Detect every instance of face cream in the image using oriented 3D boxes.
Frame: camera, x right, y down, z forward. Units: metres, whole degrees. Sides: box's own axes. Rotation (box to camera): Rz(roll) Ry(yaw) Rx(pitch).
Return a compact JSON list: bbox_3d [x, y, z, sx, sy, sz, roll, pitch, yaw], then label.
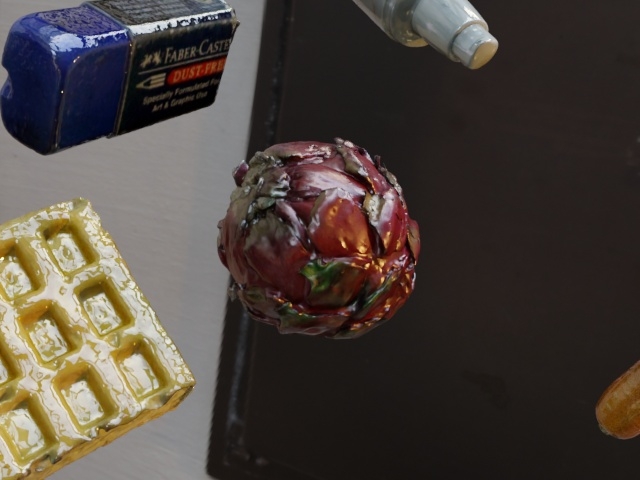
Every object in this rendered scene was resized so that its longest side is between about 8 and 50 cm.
[{"bbox_3d":[0.093,-0.252,0.831,0.101,0.252,0.101,-23,144,-18],"label":"face cream"}]

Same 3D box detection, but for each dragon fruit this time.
[{"bbox_3d":[0.000,0.003,1.269,0.329,0.329,0.329,-35,132,-51],"label":"dragon fruit"}]

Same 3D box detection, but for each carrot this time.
[{"bbox_3d":[0.290,0.059,0.588,0.248,0.043,0.043,-50,160,22],"label":"carrot"}]

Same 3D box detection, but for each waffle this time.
[{"bbox_3d":[-0.268,0.097,0.716,0.248,0.221,0.055,-26,162,-28],"label":"waffle"}]

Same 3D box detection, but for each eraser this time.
[{"bbox_3d":[-0.235,-0.221,1.022,0.332,0.101,0.155,-35,151,-54],"label":"eraser"}]
